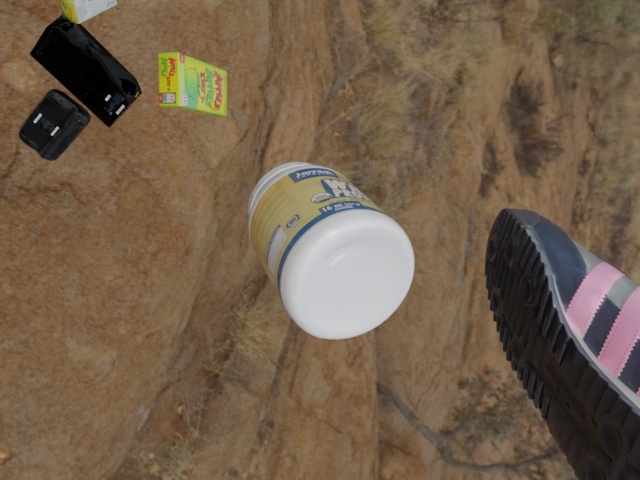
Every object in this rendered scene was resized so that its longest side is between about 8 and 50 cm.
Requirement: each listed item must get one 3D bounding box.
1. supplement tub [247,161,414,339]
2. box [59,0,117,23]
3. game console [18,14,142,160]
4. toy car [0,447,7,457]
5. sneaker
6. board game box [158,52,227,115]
[{"bbox_3d":[0.000,0.000,0.594,0.144,0.200,0.144,-10,120,-18],"label":"supplement tub"},{"bbox_3d":[-0.424,-0.490,0.923,0.105,0.043,0.179,-53,165,-37],"label":"box"},{"bbox_3d":[-0.573,-0.310,1.172,0.213,0.361,0.044,46,34,-20],"label":"game console"},{"bbox_3d":[-0.225,0.058,0.177,0.238,0.210,0.219,24,70,-41],"label":"toy car"},{"bbox_3d":[0.223,0.084,0.376,0.131,0.319,0.112,-2,128,-7],"label":"sneaker"},{"bbox_3d":[-0.240,-0.294,1.006,0.181,0.043,0.092,-23,115,-71],"label":"board game box"}]
